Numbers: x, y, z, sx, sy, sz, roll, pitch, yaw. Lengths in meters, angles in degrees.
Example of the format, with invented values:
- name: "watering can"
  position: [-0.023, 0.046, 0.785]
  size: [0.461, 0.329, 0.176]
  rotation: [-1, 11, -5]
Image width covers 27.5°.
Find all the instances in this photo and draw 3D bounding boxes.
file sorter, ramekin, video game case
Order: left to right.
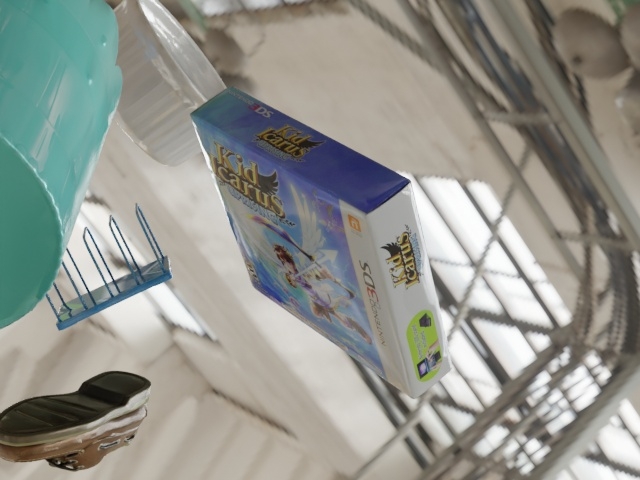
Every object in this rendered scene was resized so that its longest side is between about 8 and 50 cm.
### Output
- name: "file sorter"
  position: [-0.306, 0.032, 1.821]
  size: [0.170, 0.104, 0.118]
  rotation: [-26, -168, -3]
- name: "ramekin"
  position: [-0.255, -0.248, 2.053]
  size: [0.135, 0.277, 0.277]
  rotation: [-36, -158, 9]
- name: "video game case"
  position: [0.000, 0.000, 1.287]
  size: [0.061, 0.244, 0.269]
  rotation: [-36, -136, -23]

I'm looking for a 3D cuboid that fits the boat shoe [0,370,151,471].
- name: "boat shoe"
  position: [-0.328, 0.263, 1.765]
  size: [0.110, 0.104, 0.307]
  rotation: [17, -166, 26]

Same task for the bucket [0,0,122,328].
- name: "bucket"
  position: [-0.278, -0.075, 0.891]
  size: [0.281, 0.281, 0.183]
  rotation: [-25, -143, 25]
